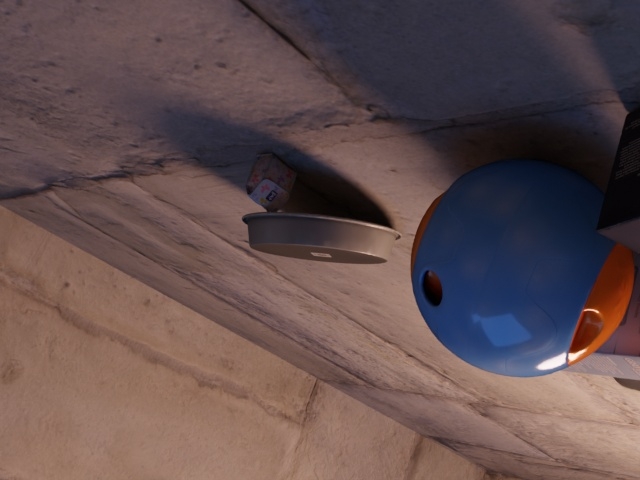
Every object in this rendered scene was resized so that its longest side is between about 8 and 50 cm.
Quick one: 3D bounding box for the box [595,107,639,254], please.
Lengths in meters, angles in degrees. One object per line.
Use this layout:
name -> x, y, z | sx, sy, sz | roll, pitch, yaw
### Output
box -> 0.406, -0.055, 0.894 | 0.156, 0.158, 0.093 | 26, 160, -13

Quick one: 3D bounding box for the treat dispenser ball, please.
treat dispenser ball -> 0.263, 0.035, 1.086 | 0.288, 0.288, 0.288 | 18, 161, 7

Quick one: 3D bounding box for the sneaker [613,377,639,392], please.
sneaker -> 0.650, 0.259, 1.611 | 0.118, 0.083, 0.222 | 31, 159, -27

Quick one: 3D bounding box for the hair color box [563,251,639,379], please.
hair color box -> 0.460, 0.105, 1.228 | 0.374, 0.185, 0.113 | -1, 151, 47

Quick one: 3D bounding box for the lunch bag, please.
lunch bag -> -0.086, -0.096, 1.400 | 0.053, 0.083, 0.071 | 1, 153, 44

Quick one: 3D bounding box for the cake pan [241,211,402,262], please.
cake pan -> 0.000, 0.000, 1.485 | 0.293, 0.054, 0.293 | 6, 173, 1
